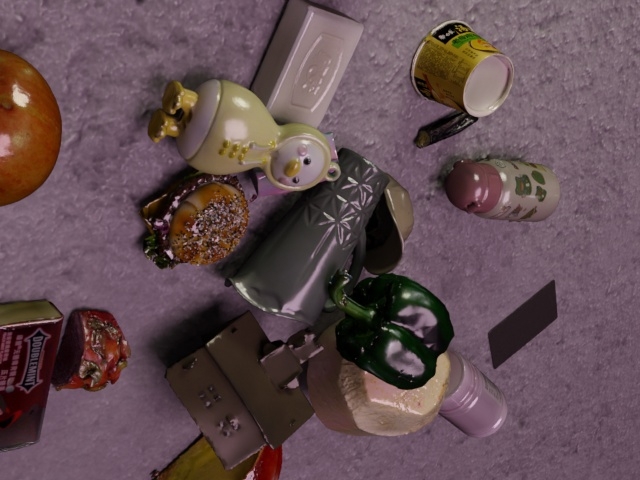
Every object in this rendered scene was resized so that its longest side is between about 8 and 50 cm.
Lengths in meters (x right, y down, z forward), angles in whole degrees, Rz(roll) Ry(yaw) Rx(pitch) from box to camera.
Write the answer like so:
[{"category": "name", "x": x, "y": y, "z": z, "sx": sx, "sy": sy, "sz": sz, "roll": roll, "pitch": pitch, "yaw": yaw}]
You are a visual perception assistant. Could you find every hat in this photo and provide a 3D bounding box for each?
[{"category": "hat", "x": 0.137, "y": -0.013, "z": 1.875, "sx": 0.144, "sy": 0.173, "sz": 0.166, "roll": -1, "pitch": 121, "yaw": -35}]

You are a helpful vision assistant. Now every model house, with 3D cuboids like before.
[{"category": "model house", "x": -0.109, "y": 0.228, "z": 1.789, "sx": 0.243, "sy": 0.204, "sz": 0.211, "roll": -33, "pitch": 96, "yaw": -6}]

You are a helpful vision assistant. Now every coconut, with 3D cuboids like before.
[{"category": "coconut", "x": 0.099, "y": 0.250, "z": 1.988, "sx": 0.239, "sy": 0.244, "sz": 0.239, "roll": 4, "pitch": 80, "yaw": -25}]

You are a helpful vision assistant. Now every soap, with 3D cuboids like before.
[{"category": "soap", "x": -0.038, "y": -0.120, "z": 1.681, "sx": 0.149, "sy": 0.056, "sz": 0.100, "roll": -18, "pitch": 162, "yaw": -11}, {"category": "soap", "x": -0.024, "y": -0.267, "z": 1.617, "sx": 0.121, "sy": 0.064, "sz": 0.183, "roll": 6, "pitch": 115, "yaw": -45}]

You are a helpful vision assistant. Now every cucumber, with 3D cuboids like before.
[{"category": "cucumber", "x": 0.229, "y": -0.202, "z": 1.922, "sx": 0.135, "sy": 0.033, "sz": 0.034, "roll": -26, "pitch": 171, "yaw": -27}]

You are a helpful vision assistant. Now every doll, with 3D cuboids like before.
[{"category": "doll", "x": -0.098, "y": -0.144, "z": 1.542, "sx": 0.296, "sy": 0.117, "sz": 0.141, "roll": 21, "pitch": 114, "yaw": -18}]

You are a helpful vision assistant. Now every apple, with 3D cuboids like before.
[{"category": "apple", "x": -0.403, "y": -0.131, "z": 1.275, "sx": 0.196, "sy": 0.196, "sz": 0.196, "roll": -24, "pitch": 132, "yaw": -29}]

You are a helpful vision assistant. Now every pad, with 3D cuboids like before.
[{"category": "pad", "x": 0.470, "y": 0.195, "z": 2.456, "sx": 0.211, "sy": 0.003, "sz": 0.143, "roll": -36, "pitch": 137, "yaw": -18}]

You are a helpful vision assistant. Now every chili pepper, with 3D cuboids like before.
[{"category": "chili pepper", "x": 0.099, "y": 0.134, "z": 1.785, "sx": 0.261, "sy": 0.165, "sz": 0.174, "roll": 34, "pitch": 83, "yaw": -21}]

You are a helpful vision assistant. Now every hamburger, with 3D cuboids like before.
[{"category": "hamburger", "x": -0.184, "y": -0.026, "z": 1.624, "sx": 0.189, "sy": 0.093, "sz": 0.164, "roll": -45, "pitch": 140, "yaw": -5}]

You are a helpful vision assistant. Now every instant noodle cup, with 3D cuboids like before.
[{"category": "instant noodle cup", "x": 0.249, "y": -0.286, "z": 1.810, "sx": 0.151, "sy": 0.122, "sz": 0.151, "roll": -22, "pitch": 129, "yaw": -30}]

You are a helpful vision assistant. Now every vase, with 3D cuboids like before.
[{"category": "vase", "x": 0.000, "y": 0.000, "z": 1.781, "sx": 0.251, "sy": 0.156, "sz": 0.301, "roll": 37, "pitch": 85, "yaw": -45}]

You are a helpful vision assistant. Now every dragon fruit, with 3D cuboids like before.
[{"category": "dragon fruit", "x": -0.344, "y": 0.188, "z": 1.631, "sx": 0.102, "sy": 0.096, "sz": 0.147, "roll": -8, "pitch": 125, "yaw": -43}]

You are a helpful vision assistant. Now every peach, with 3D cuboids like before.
[{"category": "peach", "x": -0.153, "y": 0.422, "z": 1.944, "sx": 0.267, "sy": 0.159, "sz": 0.154, "roll": -44, "pitch": 145, "yaw": -12}]

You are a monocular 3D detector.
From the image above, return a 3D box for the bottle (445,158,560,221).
[{"category": "bottle", "x": 0.343, "y": -0.099, "z": 2.038, "sx": 0.253, "sy": 0.120, "sz": 0.120, "roll": 4, "pitch": 116, "yaw": -43}]

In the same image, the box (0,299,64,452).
[{"category": "box", "x": -0.455, "y": 0.200, "z": 1.561, "sx": 0.120, "sy": 0.069, "sz": 0.224, "roll": -3, "pitch": 119, "yaw": -41}]

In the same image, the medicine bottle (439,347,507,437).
[{"category": "medicine bottle", "x": 0.304, "y": 0.332, "z": 2.304, "sx": 0.133, "sy": 0.133, "sz": 0.249, "roll": -51, "pitch": 140, "yaw": -1}]
